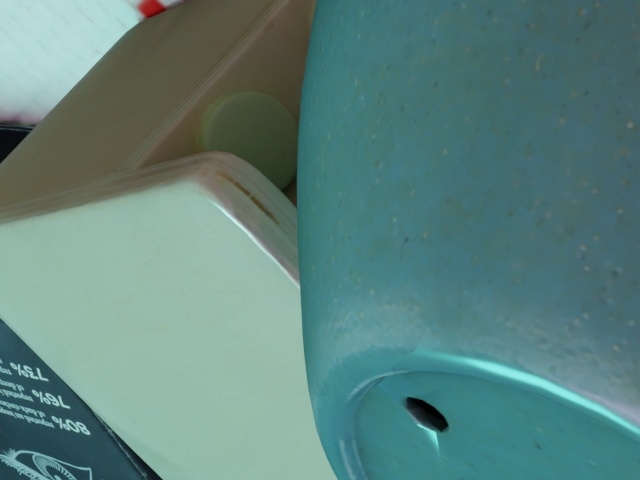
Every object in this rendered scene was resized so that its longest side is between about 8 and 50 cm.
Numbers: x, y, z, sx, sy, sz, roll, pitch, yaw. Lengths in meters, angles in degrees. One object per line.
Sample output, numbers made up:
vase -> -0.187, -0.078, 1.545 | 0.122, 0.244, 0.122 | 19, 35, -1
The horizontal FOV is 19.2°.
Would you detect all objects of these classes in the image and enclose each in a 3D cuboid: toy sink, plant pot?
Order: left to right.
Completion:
toy sink -> 0.000, 0.000, 0.619 | 0.153, 0.131, 0.234 | 47, 157, -17
plant pot -> 0.106, -0.002, 0.414 | 0.290, 0.195, 0.290 | 30, 152, 18

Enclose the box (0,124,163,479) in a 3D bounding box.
box -> -0.092, 0.059, 0.845 | 0.153, 0.108, 0.207 | 8, 141, 44
